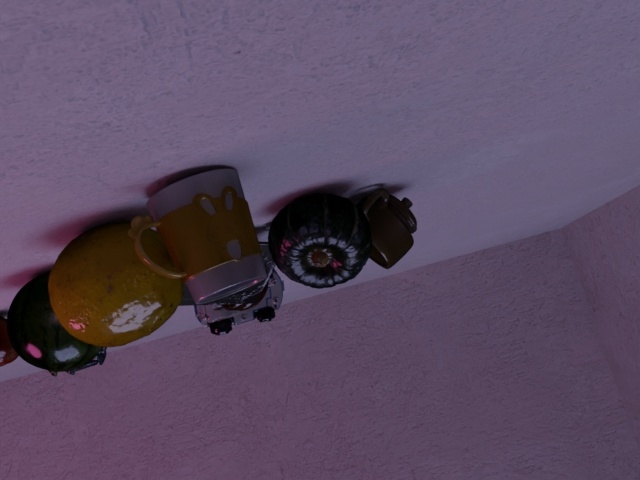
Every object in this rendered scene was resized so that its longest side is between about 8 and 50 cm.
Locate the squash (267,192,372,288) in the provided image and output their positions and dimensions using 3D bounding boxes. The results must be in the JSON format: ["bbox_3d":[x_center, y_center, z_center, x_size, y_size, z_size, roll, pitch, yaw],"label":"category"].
[{"bbox_3d":[0.000,0.000,1.756,0.252,0.165,0.252,-5,138,-5],"label":"squash"}]

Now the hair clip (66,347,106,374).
[{"bbox_3d":[-0.692,0.255,2.090,0.194,0.206,0.310,-17,167,-26],"label":"hair clip"}]

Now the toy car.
[{"bbox_3d":[-0.277,0.182,2.443,0.314,0.198,0.166,-15,-156,-23],"label":"toy car"}]

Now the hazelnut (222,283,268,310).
[{"bbox_3d":[-0.245,0.117,2.103,0.178,0.178,0.204,-17,170,5],"label":"hazelnut"}]

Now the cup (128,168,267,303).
[{"bbox_3d":[-0.229,0.000,1.358,0.241,0.226,0.185,-19,173,-31],"label":"cup"}]

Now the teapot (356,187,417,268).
[{"bbox_3d":[0.172,-0.052,1.920,0.175,0.185,0.268,-47,148,-10],"label":"teapot"}]

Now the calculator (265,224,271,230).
[{"bbox_3d":[-0.026,-0.014,1.925,0.246,0.045,0.141,11,165,-11],"label":"calculator"}]

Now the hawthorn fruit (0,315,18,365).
[{"bbox_3d":[-0.920,0.292,2.063,0.157,0.157,0.194,-18,167,10],"label":"hawthorn fruit"}]

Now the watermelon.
[{"bbox_3d":[-0.631,0.197,1.754,0.242,0.242,0.242,-16,170,-3],"label":"watermelon"}]

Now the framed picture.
[{"bbox_3d":[-0.274,0.089,1.921,0.323,0.013,0.244,2,133,-32],"label":"framed picture"}]

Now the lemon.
[{"bbox_3d":[-0.413,0.087,1.494,0.310,0.253,0.253,-27,167,15],"label":"lemon"}]
